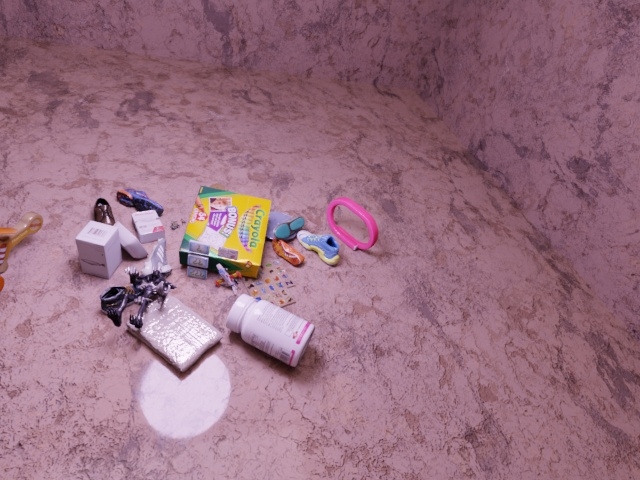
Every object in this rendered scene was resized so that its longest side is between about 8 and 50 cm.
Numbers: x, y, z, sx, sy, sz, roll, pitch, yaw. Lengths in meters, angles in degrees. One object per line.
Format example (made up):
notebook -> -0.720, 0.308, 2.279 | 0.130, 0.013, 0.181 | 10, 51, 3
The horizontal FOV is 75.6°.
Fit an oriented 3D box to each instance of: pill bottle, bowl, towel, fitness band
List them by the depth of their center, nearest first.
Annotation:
towel -> -0.503, 0.311, 1.416 | 0.282, 0.049, 0.187 | 32, 45, 17
pill bottle -> -0.176, 0.308, 1.447 | 0.283, 0.160, 0.160 | 26, 42, 8
bowl -> -0.748, 0.007, 1.604 | 0.142, 0.142, 0.053 | 36, 67, 21
fitness band -> 0.145, -0.077, 1.942 | 0.291, 0.209, 0.054 | 40, 47, 24

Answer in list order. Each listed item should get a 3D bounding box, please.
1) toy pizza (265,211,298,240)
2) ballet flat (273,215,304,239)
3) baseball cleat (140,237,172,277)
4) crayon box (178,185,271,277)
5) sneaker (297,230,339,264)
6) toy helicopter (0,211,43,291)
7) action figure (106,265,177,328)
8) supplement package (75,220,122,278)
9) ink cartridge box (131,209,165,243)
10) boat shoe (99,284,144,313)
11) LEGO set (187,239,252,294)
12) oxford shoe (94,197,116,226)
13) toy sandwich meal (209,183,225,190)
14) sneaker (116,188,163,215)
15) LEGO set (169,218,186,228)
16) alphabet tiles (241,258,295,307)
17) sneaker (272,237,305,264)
toy pizza -> -0.205, -0.063, 1.940 | 0.201, 0.032, 0.201 | 11, 41, -9
ballet flat -> -0.156, -0.055, 1.877 | 0.068, 0.072, 0.213 | -2, 19, 40
baseball cleat -> -0.627, 0.080, 1.624 | 0.109, 0.072, 0.206 | 25, 41, -16
crayon box -> -0.387, -0.043, 1.732 | 0.313, 0.106, 0.363 | 10, 51, -8
sneaker -> 0.000, 0.000, 1.870 | 0.240, 0.126, 0.091 | 36, 44, 19
toy helicopter -> -1.094, 0.006, 1.401 | 0.140, 0.235, 0.355 | 19, 41, 2
action figure -> -0.594, 0.167, 1.406 | 0.164, 0.141, 0.276 | 20, 37, -6
supplement package -> -0.806, 0.036, 1.509 | 0.105, 0.179, 0.105 | 14, 41, -4
ink cartridge box -> -0.725, -0.059, 1.734 | 0.099, 0.056, 0.135 | -14, 51, -32
boat shoe -> -0.686, 0.186, 1.460 | 0.065, 0.083, 0.183 | 36, 44, 20
LEGO set -> -0.389, 0.107, 1.575 | 0.244, 0.182, 0.060 | 13, 35, -6
oxford shoe -> -0.885, -0.090, 1.686 | 0.083, 0.096, 0.227 | -15, 52, -34
toy sandwich meal -> -0.509, -0.251, 2.043 | 0.085, 0.029, 0.085 | 6, 41, -6
sneaker -> -0.789, -0.180, 1.831 | 0.221, 0.083, 0.087 | 26, 36, 6
LEGO set -> -0.630, -0.069, 1.810 | 0.083, 0.023, 0.054 | -9, 49, -45
alphabet tiles -> -0.207, 0.181, 1.690 | 0.198, 0.009, 0.237 | -14, 50, -31
sneaker -> -0.145, 0.050, 1.829 | 0.175, 0.064, 0.067 | 40, 24, 18
